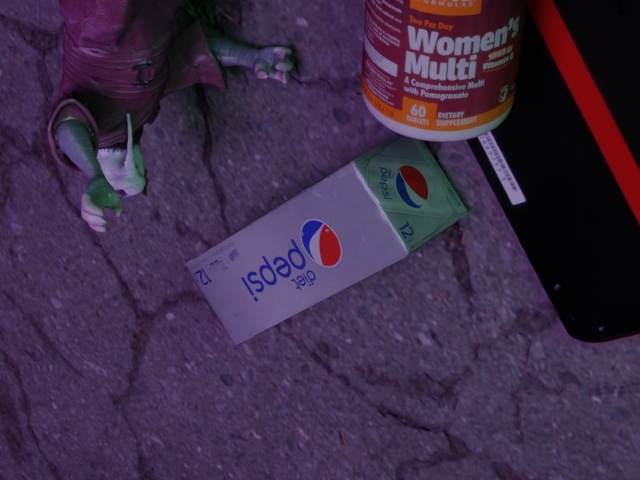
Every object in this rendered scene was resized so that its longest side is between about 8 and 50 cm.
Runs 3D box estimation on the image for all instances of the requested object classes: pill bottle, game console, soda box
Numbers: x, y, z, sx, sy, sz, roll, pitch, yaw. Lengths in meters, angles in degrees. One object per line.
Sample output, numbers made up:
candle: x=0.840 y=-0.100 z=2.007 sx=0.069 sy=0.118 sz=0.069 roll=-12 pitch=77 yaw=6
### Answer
pill bottle: x=0.094 y=-0.193 z=1.377 sx=0.121 sy=0.121 sz=0.221 roll=29 pitch=137 yaw=28
game console: x=0.235 y=-0.112 z=1.429 sx=0.342 sy=0.060 sz=0.386 roll=-18 pitch=102 yaw=55
soda box: x=0.000 y=0.000 z=1.697 sx=0.286 sy=0.091 sz=0.098 roll=-31 pitch=92 yaw=50

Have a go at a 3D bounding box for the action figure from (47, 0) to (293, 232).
action figure: x=-0.192 y=-0.181 z=1.644 sx=0.276 sy=0.248 sz=0.370 roll=34 pitch=133 yaw=24
